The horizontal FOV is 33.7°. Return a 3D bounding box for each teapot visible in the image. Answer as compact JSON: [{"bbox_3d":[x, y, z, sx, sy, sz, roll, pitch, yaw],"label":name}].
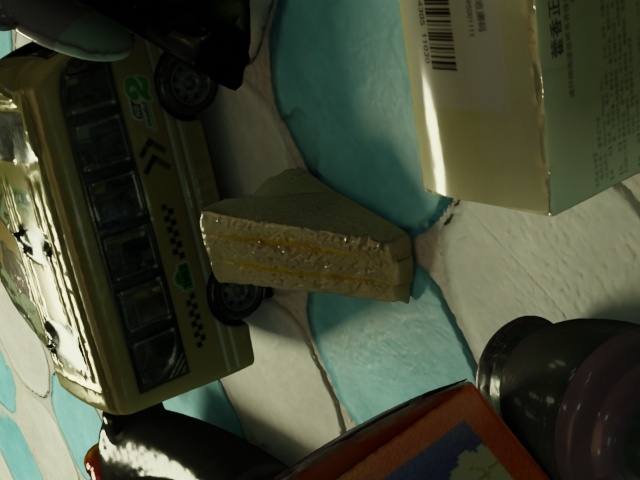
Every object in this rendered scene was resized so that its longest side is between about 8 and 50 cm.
[{"bbox_3d":[0.177,0.104,0.676,0.146,0.148,0.116,22,92,61],"label":"teapot"}]

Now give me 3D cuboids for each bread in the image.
[{"bbox_3d":[-0.011,0.012,0.864,0.152,0.105,0.077,32,141,42],"label":"bread"}]

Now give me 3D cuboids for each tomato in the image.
[{"bbox_3d":[-0.291,0.324,1.494,0.087,0.075,0.087,51,160,27],"label":"tomato"}]

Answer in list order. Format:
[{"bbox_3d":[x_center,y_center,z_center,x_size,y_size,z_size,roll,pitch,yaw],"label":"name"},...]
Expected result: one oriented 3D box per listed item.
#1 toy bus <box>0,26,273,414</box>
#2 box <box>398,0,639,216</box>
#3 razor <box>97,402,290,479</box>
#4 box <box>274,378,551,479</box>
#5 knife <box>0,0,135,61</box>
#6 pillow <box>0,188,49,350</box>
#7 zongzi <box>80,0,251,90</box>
[{"bbox_3d":[-0.194,-0.031,1.011,0.177,0.202,0.365,9,116,53],"label":"toy bus"},{"bbox_3d":[0.122,-0.139,0.517,0.095,0.168,0.212,16,122,48],"label":"box"},{"bbox_3d":[-0.115,0.302,1.183,0.349,0.113,0.204,20,127,45],"label":"razor"},{"bbox_3d":[0.032,0.315,0.720,0.257,0.318,0.348,53,166,21],"label":"box"},{"bbox_3d":[-0.259,-0.256,0.963,0.038,0.132,0.398,-63,31,27],"label":"knife"},{"bbox_3d":[-0.321,0.024,1.301,0.310,0.119,0.312,43,142,36],"label":"pillow"},{"bbox_3d":[-0.172,-0.352,0.783,0.383,0.319,0.362,34,129,14],"label":"zongzi"}]
